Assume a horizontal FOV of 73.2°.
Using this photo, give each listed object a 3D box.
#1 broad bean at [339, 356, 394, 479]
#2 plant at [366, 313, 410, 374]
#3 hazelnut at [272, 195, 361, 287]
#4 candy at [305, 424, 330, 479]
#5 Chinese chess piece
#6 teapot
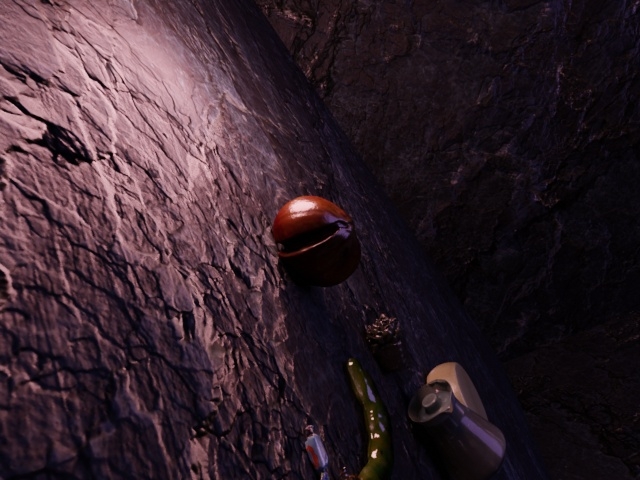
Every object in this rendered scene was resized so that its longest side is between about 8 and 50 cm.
[{"bbox_3d":[0.089,0.350,0.794,0.144,0.050,0.292,53,21,-16],"label":"broad bean"},{"bbox_3d":[0.172,0.258,1.084,0.094,0.092,0.143,-22,91,-64],"label":"plant"},{"bbox_3d":[0.000,0.000,0.909,0.203,0.178,0.178,67,18,-6],"label":"hazelnut"},{"bbox_3d":[-0.006,0.320,0.644,0.030,0.020,0.083,28,36,-60],"label":"candy"},{"bbox_3d":[0.429,0.507,1.341,0.250,0.101,0.250,50,21,-27],"label":"Chinese chess piece"},{"bbox_3d":[0.333,0.473,1.093,0.225,0.171,0.203,50,-12,-8],"label":"teapot"}]
